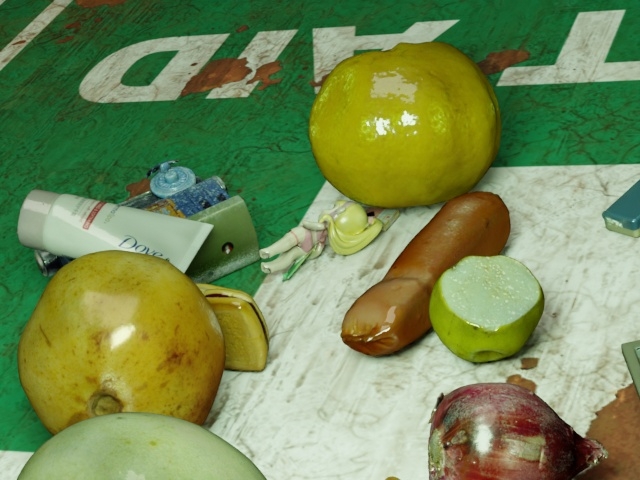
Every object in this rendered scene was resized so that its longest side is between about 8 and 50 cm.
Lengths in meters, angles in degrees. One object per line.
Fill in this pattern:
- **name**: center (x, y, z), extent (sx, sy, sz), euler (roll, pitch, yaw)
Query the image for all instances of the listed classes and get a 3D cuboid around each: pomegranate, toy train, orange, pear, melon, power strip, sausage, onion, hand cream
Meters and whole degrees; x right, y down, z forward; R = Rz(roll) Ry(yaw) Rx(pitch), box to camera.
- **pomegranate**: center (-0.242, 0.136, 1.955), extent (0.264, 0.264, 0.264), euler (-11, 30, 6)
- **toy train**: center (-0.247, 0.005, 2.315), extent (0.299, 0.131, 0.202), euler (-26, 39, -17)
- **orange**: center (0.121, -0.168, 2.316), extent (0.279, 0.235, 0.279), euler (-3, 13, 1)
- **pear**: center (0.203, 0.091, 1.991), extent (0.141, 0.104, 0.141), euler (-1, 52, 1)
- **melon**: center (-0.160, 0.315, 1.607), extent (0.330, 0.268, 0.268), euler (25, 47, 37)
- **power strip**: center (0.436, -0.049, 2.189), extent (0.056, 0.032, 0.123), euler (16, 42, 42)
- **sausage**: center (0.145, 0.046, 2.102), extent (0.097, 0.094, 0.348), euler (-5, 30, 42)
- **onion**: center (0.210, 0.228, 1.721), extent (0.195, 0.159, 0.159), euler (5, 28, -11)
- **hand cream**: center (-0.282, -0.005, 2.178), extent (0.248, 0.083, 0.133), euler (10, 40, 12)

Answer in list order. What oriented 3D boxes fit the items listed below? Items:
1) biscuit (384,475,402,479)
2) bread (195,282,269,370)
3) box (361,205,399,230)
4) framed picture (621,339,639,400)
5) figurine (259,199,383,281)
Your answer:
- **biscuit**: center (0.072, 0.327, 1.711), extent (0.280, 0.043, 0.183), euler (14, 44, 32)
- **bread**: center (-0.154, 0.107, 2.100), extent (0.200, 0.116, 0.077), euler (4, 32, 29)
- **box**: center (0.068, -0.032, 2.342), extent (0.083, 0.012, 0.046), euler (7, 36, 32)
- **framed picture**: center (0.494, 0.150, 1.849), extent (0.265, 0.018, 0.192), euler (-12, 31, 3)
- **figurine**: center (0.000, 0.000, 2.267), extent (0.187, 0.083, 0.083), euler (-24, 31, -28)
